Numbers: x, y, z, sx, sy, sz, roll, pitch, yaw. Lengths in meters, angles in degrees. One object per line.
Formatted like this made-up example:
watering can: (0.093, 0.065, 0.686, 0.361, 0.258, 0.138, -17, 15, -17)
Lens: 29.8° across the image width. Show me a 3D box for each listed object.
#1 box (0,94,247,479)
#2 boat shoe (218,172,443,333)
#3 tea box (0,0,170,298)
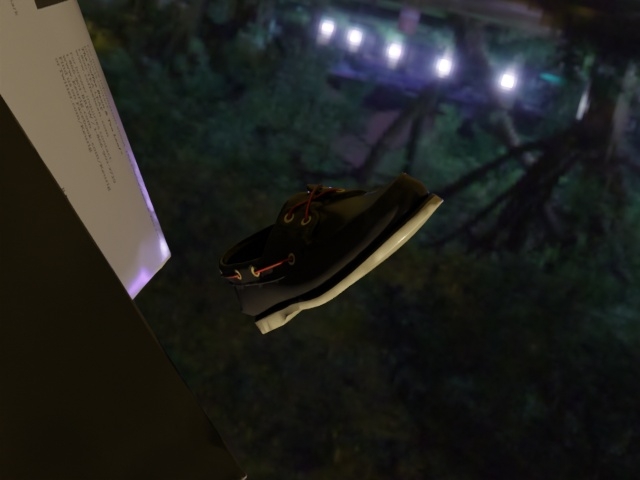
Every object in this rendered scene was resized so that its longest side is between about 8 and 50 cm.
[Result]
box: (-0.159, 0.056, 0.476, 0.103, 0.184, 0.261, -14, -126, -36)
boat shoe: (-0.001, 0.001, 0.471, 0.049, 0.042, 0.133, -38, -176, -32)
tea box: (-0.317, -0.067, 0.750, 0.324, 0.328, 0.220, -16, -167, 13)
